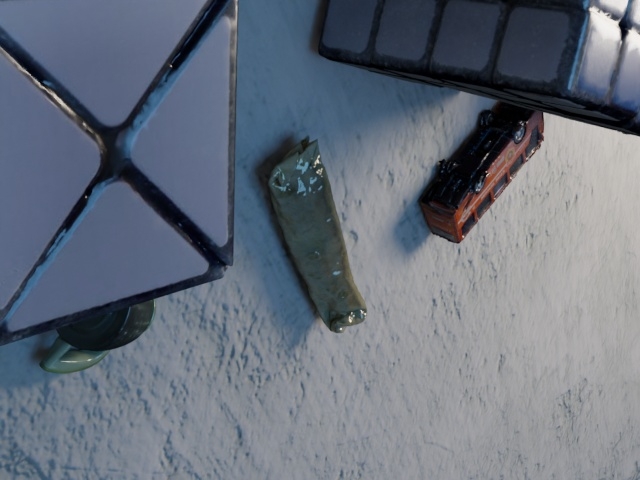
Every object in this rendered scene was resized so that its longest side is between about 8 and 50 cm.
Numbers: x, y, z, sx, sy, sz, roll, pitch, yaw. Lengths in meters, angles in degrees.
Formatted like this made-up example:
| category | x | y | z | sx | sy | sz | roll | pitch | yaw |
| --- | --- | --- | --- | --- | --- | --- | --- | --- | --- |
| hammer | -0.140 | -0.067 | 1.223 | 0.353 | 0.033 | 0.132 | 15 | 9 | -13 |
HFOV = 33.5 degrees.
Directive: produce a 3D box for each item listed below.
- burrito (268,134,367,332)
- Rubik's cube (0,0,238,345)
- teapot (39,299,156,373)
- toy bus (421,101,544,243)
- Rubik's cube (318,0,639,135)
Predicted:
| category | x | y | z | sx | sy | sz | roll | pitch | yaw |
| --- | --- | --- | --- | --- | --- | --- | --- | --- | --- |
| burrito | 0.000 | 0.000 | 1.280 | 0.082 | 0.059 | 0.275 | -39 | 131 | -22 |
| Rubik's cube | -0.231 | -0.094 | 0.830 | 0.259 | 0.260 | 0.255 | -20 | 120 | -45 |
| teapot | -0.220 | 0.072 | 1.061 | 0.091 | 0.124 | 0.092 | 23 | 46 | -65 |
| toy bus | 0.232 | -0.104 | 1.490 | 0.235 | 0.073 | 0.096 | -47 | 144 | -24 |
| Rubik's cube | 0.251 | -0.323 | 1.205 | 0.337 | 0.343 | 0.345 | 7 | 99 | -49 |
